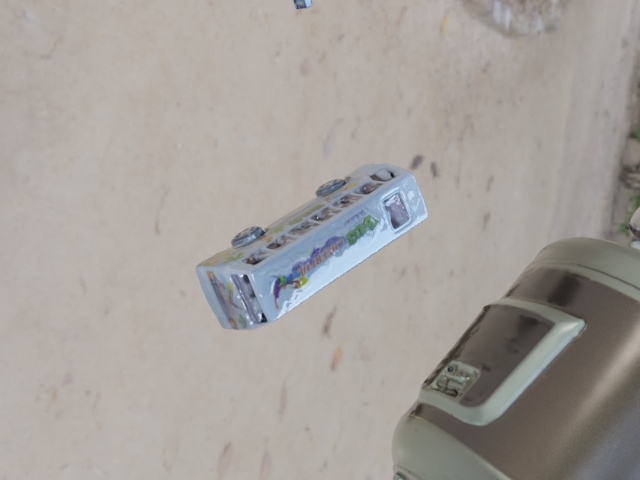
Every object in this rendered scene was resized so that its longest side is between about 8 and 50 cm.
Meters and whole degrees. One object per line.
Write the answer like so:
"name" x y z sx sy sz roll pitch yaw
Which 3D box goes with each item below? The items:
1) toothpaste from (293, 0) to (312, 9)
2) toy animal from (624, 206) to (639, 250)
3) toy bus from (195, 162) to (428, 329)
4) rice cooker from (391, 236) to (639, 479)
"toothpaste" -0.034 -0.355 1.320 0.017 0.020 0.083 -51 134 -42
"toy animal" 0.565 -0.045 1.516 0.138 0.166 0.179 39 78 -21
"toy bus" 0.000 0.000 1.302 0.330 0.136 0.109 -33 106 -32
"rice cooker" 0.266 0.178 0.905 0.325 0.335 0.335 -47 148 -13
